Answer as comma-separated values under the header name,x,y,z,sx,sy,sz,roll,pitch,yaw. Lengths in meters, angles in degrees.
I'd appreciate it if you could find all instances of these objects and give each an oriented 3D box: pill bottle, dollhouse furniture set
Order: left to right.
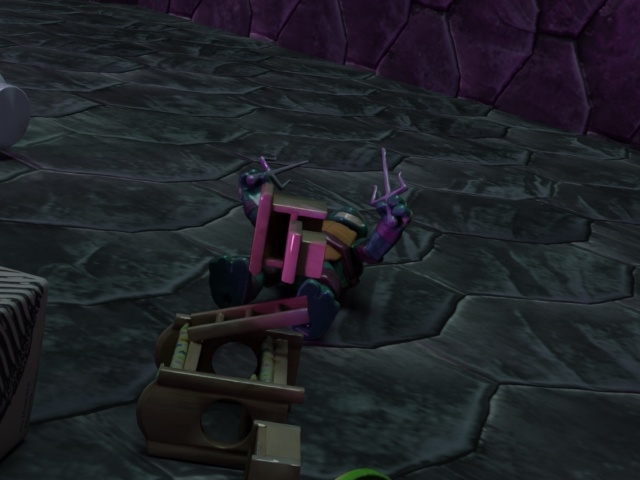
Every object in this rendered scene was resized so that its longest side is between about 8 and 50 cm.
name,x,y,z,sx,sy,sz,roll,pitch,yaw
pill bottle,-0.435,-0.166,1.446,0.184,0.103,0.103,19,17,29
dollhouse furniture set,-0.056,0.058,0.759,0.101,0.161,0.182,9,14,-4

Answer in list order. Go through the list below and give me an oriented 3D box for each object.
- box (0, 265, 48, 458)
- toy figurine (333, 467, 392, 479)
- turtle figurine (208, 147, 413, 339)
name,x,y,z,sx,sy,sz,roll,pitch,yaw
box,-0.238,0.093,0.616,0.094,0.113,0.275,13,17,7
toy figurine,-0.064,0.167,0.521,0.159,0.130,0.173,3,35,30
turtle figurine,0.000,0.000,1.100,0.175,0.118,0.234,0,26,23
